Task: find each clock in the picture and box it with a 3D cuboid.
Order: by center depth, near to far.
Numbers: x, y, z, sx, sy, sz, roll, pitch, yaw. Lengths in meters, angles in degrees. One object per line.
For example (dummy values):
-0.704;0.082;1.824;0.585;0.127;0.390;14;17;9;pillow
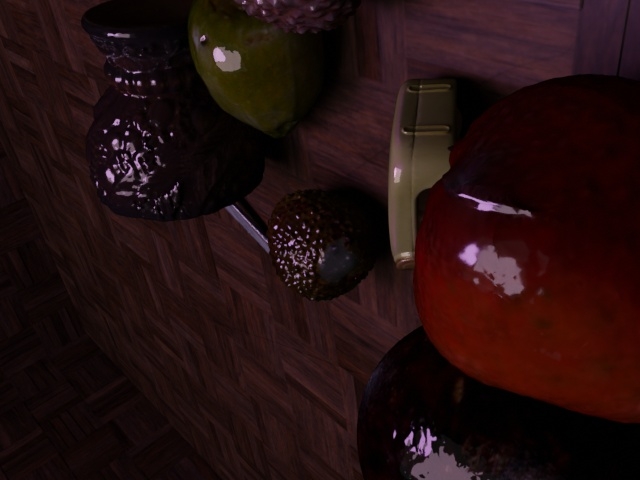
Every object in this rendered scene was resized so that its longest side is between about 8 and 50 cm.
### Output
0.115;-0.044;0.695;0.069;0.170;0.231;1;133;11;clock

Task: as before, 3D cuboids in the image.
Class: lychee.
-0.005;-0.287;0.637;0.198;0.165;0.165;9;133;11;lychee
0.000;0.000;0.905;0.171;0.171;0.171;37;144;33;lychee

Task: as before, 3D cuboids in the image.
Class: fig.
-0.076;-0.212;0.798;0.167;0.167;0.233;29;132;41;fig

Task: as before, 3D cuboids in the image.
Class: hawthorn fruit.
0.228;0.016;0.492;0.307;0.265;0.265;22;138;17;hawthorn fruit

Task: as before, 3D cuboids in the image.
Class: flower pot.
-0.222;-0.204;0.942;0.267;0.267;0.267;29;135;40;flower pot

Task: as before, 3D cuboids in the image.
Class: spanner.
-0.140;-0.035;1.177;0.302;0.017;0.071;45;150;9;spanner

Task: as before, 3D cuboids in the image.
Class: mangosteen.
0.173;0.247;0.672;0.306;0.359;0.306;24;160;9;mangosteen
